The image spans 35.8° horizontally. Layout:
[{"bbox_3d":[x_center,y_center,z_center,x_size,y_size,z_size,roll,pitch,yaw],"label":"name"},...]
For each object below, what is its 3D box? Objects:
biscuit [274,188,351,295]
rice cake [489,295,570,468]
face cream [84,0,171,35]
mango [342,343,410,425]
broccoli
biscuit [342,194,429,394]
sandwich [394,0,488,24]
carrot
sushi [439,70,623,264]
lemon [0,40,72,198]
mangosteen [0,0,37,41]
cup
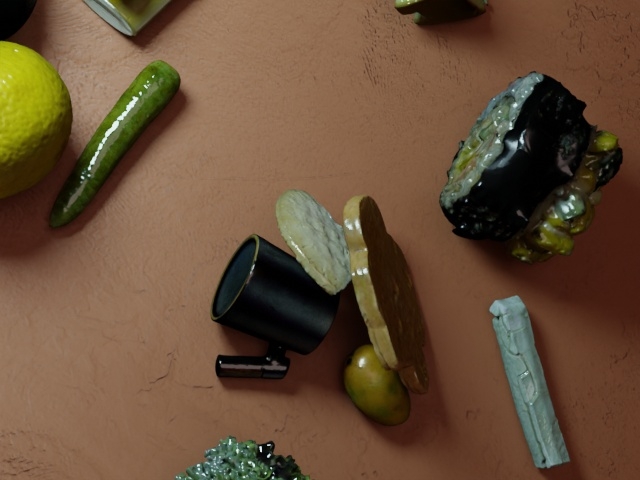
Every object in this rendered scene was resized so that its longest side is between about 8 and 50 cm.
[{"bbox_3d":[0.000,0.000,1.759,0.188,0.040,0.265,22,33,-40],"label":"biscuit"},{"bbox_3d":[0.402,0.273,1.914,0.066,0.063,0.336,-13,83,-30],"label":"rice cake"},{"bbox_3d":[-0.298,-0.505,1.804,0.139,0.067,0.285,40,68,1],"label":"face cream"},{"bbox_3d":[0.103,0.266,1.790,0.111,0.089,0.163,-22,94,-27],"label":"mango"},{"bbox_3d":[-0.122,0.509,1.579,0.348,0.293,0.281,-50,137,-11],"label":"broccoli"},{"bbox_3d":[0.117,0.100,1.766,0.051,0.269,0.376,-18,94,20],"label":"biscuit"},{"bbox_3d":[0.239,-0.501,1.978,0.236,0.128,0.122,11,71,-63],"label":"sandwich"},{"bbox_3d":[-0.362,-0.167,1.718,0.074,0.074,0.358,36,73,-10],"label":"carrot"},{"bbox_3d":[0.415,-0.125,1.861,0.285,0.328,0.328,33,65,-6],"label":"sushi"},{"bbox_3d":[-0.524,-0.188,1.563,0.267,0.267,0.267,4,78,-19],"label":"lemon"},{"bbox_3d":[-0.610,-0.443,1.601,0.302,0.275,0.275,-5,79,12],"label":"mangosteen"},{"bbox_3d":[-0.095,0.126,1.739,0.177,0.239,0.166,27,30,-19],"label":"cup"}]
